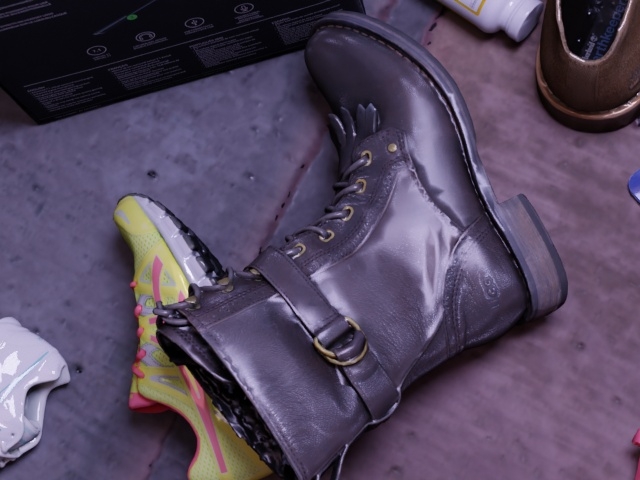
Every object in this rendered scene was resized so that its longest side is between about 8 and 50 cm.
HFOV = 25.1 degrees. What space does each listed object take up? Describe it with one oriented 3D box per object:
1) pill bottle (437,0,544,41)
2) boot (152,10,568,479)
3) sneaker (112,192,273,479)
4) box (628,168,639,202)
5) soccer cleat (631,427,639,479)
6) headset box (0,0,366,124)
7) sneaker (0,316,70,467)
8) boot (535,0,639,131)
[{"bbox_3d":[0.105,-0.165,0.946,0.083,0.043,0.043,37,84,17],"label":"pill bottle"},{"bbox_3d":[0.000,0.000,0.856,0.229,0.091,0.263,-28,72,-22],"label":"boot"},{"bbox_3d":[-0.089,0.065,0.900,0.094,0.081,0.208,-31,72,3],"label":"sneaker"},{"bbox_3d":[0.307,0.002,0.867,0.136,0.036,0.225,-39,70,-2],"label":"box"},{"bbox_3d":[0.224,0.205,0.812,0.095,0.083,0.248,9,72,-12],"label":"soccer cleat"},{"bbox_3d":[-0.120,-0.205,0.874,0.246,0.283,0.131,-16,73,7],"label":"headset box"},{"bbox_3d":[-0.218,0.126,0.922,0.061,0.053,0.152,28,81,14],"label":"sneaker"},{"bbox_3d":[0.208,-0.227,0.908,0.112,0.115,0.305,13,76,16],"label":"boot"}]
